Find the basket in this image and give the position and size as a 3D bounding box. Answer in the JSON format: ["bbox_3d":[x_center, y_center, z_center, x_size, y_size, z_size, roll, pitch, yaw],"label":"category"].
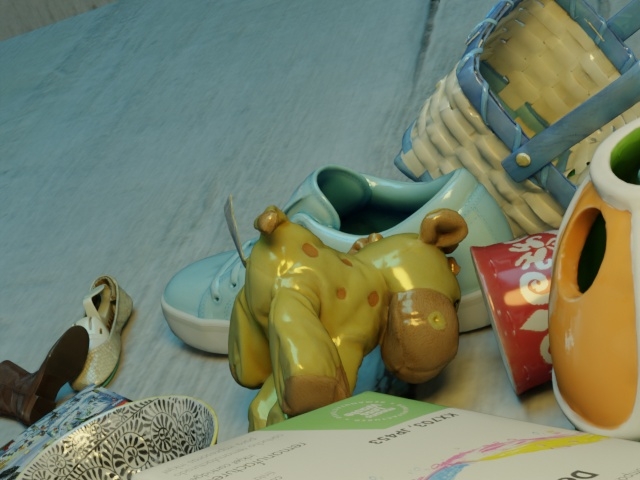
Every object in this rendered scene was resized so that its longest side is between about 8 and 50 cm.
[{"bbox_3d":[0.222,-0.132,1.192,0.289,0.201,0.255,-44,3,46],"label":"basket"}]

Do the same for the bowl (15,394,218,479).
[{"bbox_3d":[-0.137,0.194,1.019,0.170,0.080,0.170,-19,24,9],"label":"bowl"}]

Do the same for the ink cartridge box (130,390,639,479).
[{"bbox_3d":[0.099,0.174,0.696,0.353,0.119,0.207,5,12,41],"label":"ink cartridge box"}]

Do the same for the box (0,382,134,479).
[{"bbox_3d":[-0.223,0.178,1.196,0.137,0.027,0.094,-36,25,-26],"label":"box"}]

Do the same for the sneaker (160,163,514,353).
[{"bbox_3d":[0.000,0.000,1.217,0.366,0.150,0.135,-9,26,30],"label":"sneaker"}]

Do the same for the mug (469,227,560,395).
[{"bbox_3d":[0.204,0.025,1.031,0.169,0.113,0.150,-18,27,5],"label":"mug"}]

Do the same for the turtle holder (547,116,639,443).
[{"bbox_3d":[0.284,0.027,0.801,0.320,0.227,0.243,-13,25,23],"label":"turtle holder"}]

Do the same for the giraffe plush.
[{"bbox_3d":[0.029,0.057,1.047,0.170,0.210,0.181,-5,-14,-18],"label":"giraffe plush"}]

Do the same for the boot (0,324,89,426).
[{"bbox_3d":[-0.273,0.121,1.318,0.114,0.037,0.106,6,63,53],"label":"boot"}]

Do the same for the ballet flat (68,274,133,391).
[{"bbox_3d":[-0.221,0.087,1.358,0.057,0.052,0.168,-20,24,9],"label":"ballet flat"}]
